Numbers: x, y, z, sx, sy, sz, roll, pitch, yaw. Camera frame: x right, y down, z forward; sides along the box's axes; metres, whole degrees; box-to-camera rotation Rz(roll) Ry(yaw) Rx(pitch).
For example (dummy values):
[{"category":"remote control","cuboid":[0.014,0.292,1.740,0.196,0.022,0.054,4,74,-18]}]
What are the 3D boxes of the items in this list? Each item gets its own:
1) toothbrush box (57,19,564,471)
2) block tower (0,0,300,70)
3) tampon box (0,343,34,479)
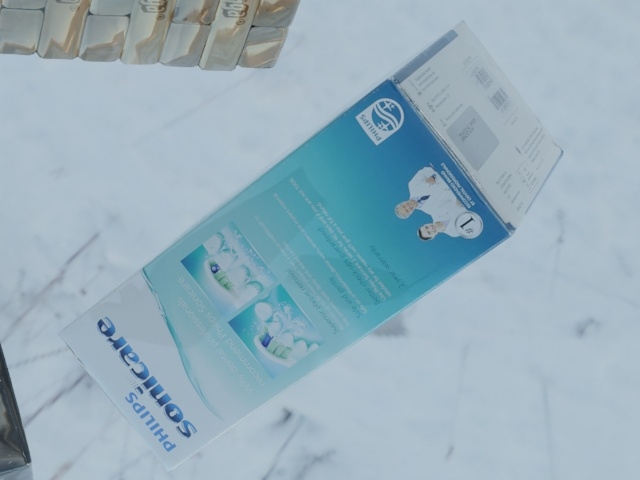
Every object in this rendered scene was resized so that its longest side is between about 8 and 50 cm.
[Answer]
[{"category":"toothbrush box","cuboid":[0.000,0.000,1.068,0.295,0.216,0.126,-37,93,24]},{"category":"block tower","cuboid":[-0.158,-0.132,0.602,0.336,0.097,0.091,0,149,-19]},{"category":"tampon box","cuboid":[-0.222,0.100,0.833,0.161,0.120,0.101,119,133,-71]}]
